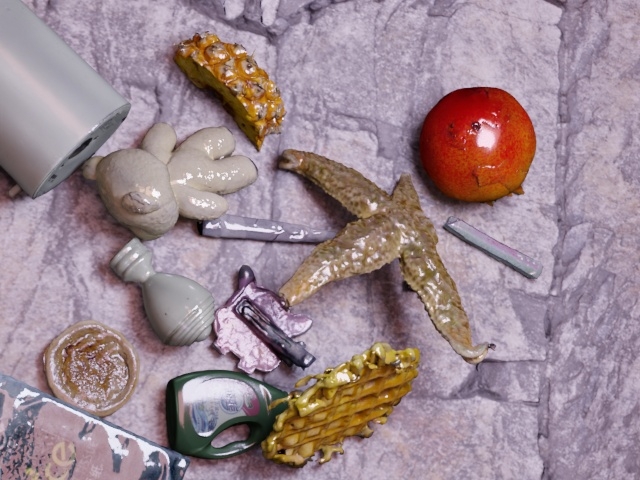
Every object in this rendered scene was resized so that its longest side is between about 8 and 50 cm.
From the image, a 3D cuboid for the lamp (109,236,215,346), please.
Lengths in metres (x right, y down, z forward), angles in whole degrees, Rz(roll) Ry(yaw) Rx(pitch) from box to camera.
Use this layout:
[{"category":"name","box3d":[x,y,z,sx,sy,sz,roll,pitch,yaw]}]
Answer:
[{"category":"lamp","box3d":[-0.244,0.083,1.679,0.193,0.106,0.106,43,63,5]}]

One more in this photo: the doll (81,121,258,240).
[{"category":"doll","box3d":[-0.229,-0.091,1.732,0.278,0.175,0.149,-23,127,-37]}]

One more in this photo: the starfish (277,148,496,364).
[{"category":"starfish","box3d":[0.082,0.009,1.747,0.324,0.082,0.432,7,48,-20]}]

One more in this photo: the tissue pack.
[{"category":"tissue pack","box3d":[-0.371,0.355,1.540,0.315,0.103,0.228,27,66,-15]}]

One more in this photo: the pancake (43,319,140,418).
[{"category":"pancake","box3d":[-0.346,0.194,1.640,0.151,0.025,0.152,6,75,-23]}]

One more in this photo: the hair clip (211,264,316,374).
[{"category":"hair clip","box3d":[-0.092,0.148,1.755,0.187,0.056,0.146,37,65,-1]}]

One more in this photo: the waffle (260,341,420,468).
[{"category":"waffle","box3d":[0.039,0.259,1.691,0.280,0.262,0.060,-43,57,7]}]

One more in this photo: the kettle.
[{"category":"kettle","box3d":[-0.482,-0.224,1.623,0.318,0.265,0.205,46,27,-6]}]

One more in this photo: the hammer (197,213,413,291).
[{"category":"hammer","box3d":[0.000,0.000,1.835,0.427,0.044,0.152,4,73,-22]}]

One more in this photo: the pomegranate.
[{"category":"pomegranate","box3d":[0.283,-0.162,1.917,0.235,0.210,0.210,46,58,-42]}]

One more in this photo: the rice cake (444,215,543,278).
[{"category":"rice cake","box3d":[0.314,0.012,1.973,0.207,0.033,0.033,29,76,-13]}]

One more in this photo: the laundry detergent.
[{"category":"laundry detergent","box3d":[-0.133,0.270,1.693,0.211,0.063,0.137,2,77,-25]}]

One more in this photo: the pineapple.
[{"category":"pineapple","box3d":[-0.141,-0.260,1.794,0.233,0.135,0.079,42,65,-9]}]
